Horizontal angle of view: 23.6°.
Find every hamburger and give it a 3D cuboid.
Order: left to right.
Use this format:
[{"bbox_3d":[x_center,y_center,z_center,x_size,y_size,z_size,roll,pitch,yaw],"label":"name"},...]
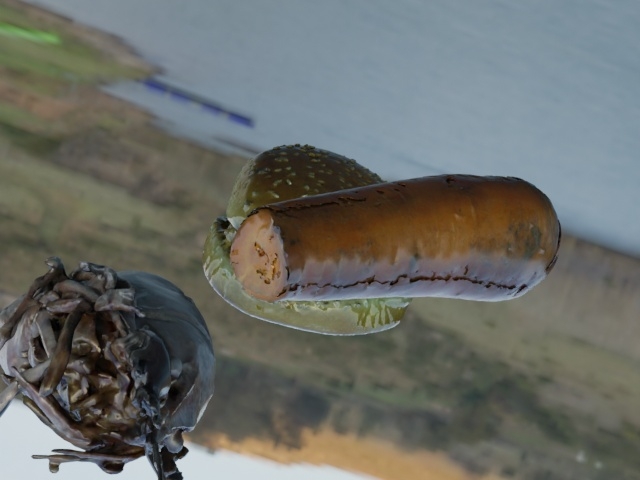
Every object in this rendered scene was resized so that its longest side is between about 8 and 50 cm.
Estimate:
[{"bbox_3d":[0.000,0.000,1.339,0.189,0.122,0.215,18,-159,-6],"label":"hamburger"}]

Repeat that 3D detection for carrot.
[{"bbox_3d":[0.033,0.000,0.611,0.161,0.055,0.055,-2,-165,-42],"label":"carrot"}]

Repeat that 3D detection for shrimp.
[{"bbox_3d":[-0.126,0.074,0.881,0.145,0.116,0.343,10,-175,-14],"label":"shrimp"}]
